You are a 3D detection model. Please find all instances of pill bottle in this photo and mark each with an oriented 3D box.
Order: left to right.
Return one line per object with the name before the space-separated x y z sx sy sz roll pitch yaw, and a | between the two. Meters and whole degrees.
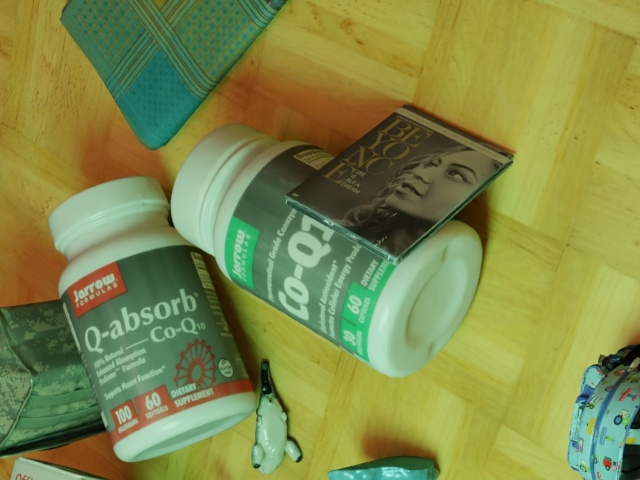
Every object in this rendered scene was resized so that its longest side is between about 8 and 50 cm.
pill bottle | -0.246 0.109 1.691 0.210 0.210 0.362 -34 73 39
pill bottle | 0.000 0.000 1.479 0.361 0.204 0.204 29 117 31

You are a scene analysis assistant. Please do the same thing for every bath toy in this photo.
bath toy | 0.096 0.455 1.525 0.151 0.129 0.348 -18 79 40

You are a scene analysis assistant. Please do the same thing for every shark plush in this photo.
shark plush | -0.084 0.257 1.709 0.067 0.073 0.161 -173 67 -69

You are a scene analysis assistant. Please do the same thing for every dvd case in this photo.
dvd case | 0.093 -0.071 1.386 0.165 0.221 0.018 30 142 30

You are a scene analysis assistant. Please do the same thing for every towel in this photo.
towel | -0.202 -0.334 1.673 0.370 0.040 0.271 -43 75 35

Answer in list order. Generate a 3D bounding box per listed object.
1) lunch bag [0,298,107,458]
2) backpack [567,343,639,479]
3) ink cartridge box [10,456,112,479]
lunch bag | -0.417 0.231 1.845 0.169 0.235 0.287 53 129 27
backpack | 0.327 0.202 1.286 0.117 0.173 0.158 17 112 35
ink cartridge box | -0.385 0.476 1.752 0.207 0.117 0.283 2 76 48
